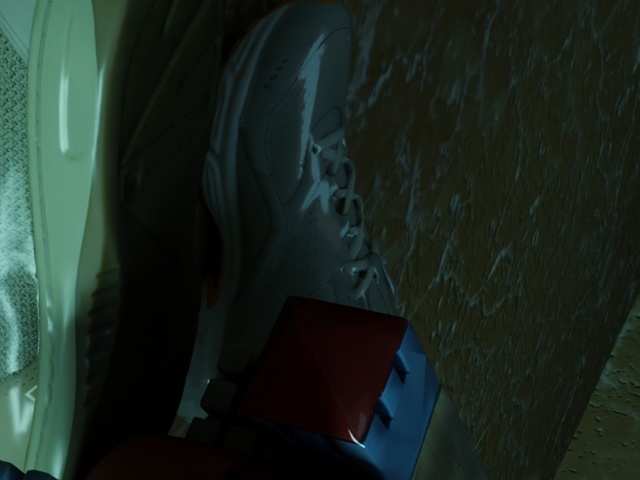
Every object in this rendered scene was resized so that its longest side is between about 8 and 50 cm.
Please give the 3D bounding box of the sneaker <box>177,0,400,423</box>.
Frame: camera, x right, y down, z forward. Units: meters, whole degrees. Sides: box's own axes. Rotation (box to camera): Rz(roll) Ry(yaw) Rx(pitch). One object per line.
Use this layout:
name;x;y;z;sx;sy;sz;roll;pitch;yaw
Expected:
sneaker;0.000;0.000;0.602;0.099;0.121;0.262;-29;134;-57

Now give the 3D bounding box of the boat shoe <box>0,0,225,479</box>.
boat shoe;-0.109;0.016;0.420;0.109;0.098;0.302;-52;158;-55

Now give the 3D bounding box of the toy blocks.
toy blocks;-0.042;0.171;0.375;0.381;0.190;0.261;-67;150;-27
